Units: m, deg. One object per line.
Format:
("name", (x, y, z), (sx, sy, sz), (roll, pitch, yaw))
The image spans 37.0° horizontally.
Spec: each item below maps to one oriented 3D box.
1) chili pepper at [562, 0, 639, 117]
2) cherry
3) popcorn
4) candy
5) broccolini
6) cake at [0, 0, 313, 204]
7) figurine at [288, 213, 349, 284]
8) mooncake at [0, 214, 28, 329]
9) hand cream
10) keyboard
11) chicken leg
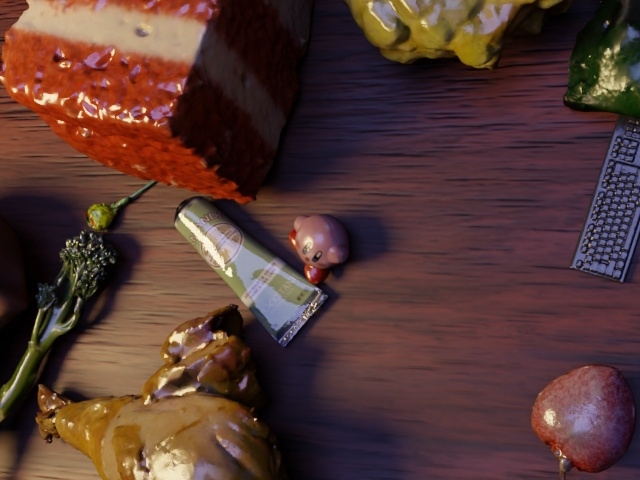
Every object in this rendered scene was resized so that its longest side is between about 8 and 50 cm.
("chili pepper", (0.373, -0.267, 1.066), (0.148, 0.116, 0.264), (25, 86, 40))
("cherry", (0.261, 0.229, 1.040), (0.107, 0.090, 0.225), (34, 101, 9))
("popcorn", (0.165, -0.318, 1.100), (0.286, 0.215, 0.252), (-32, 72, 24))
("candy", (-0.265, -0.054, 1.301), (0.123, 0.035, 0.035), (-32, 103, 2))
("broccolini", (-0.393, 0.157, 1.253), (0.392, 0.074, 0.079), (-60, 27, -9))
("cake", (-0.182, -0.244, 1.174), (0.270, 0.269, 0.319), (14, 78, 21))
("figurine", (0.000, 0.000, 1.177), (0.067, 0.071, 0.083), (-32, 75, -33))
("mooncake", (-0.541, 0.104, 1.254), (0.326, 0.174, 0.333), (-32, 55, 22))
("hand cream", (-0.101, 0.025, 1.219), (0.235, 0.055, 0.086), (43, 98, 17))
("keyboard", (0.346, -0.055, 1.098), (0.067, 0.011, 0.202), (18, 86, 21))
("chicken leg", (-0.191, 0.210, 1.179), (0.409, 0.182, 0.295), (7, 73, 36))
